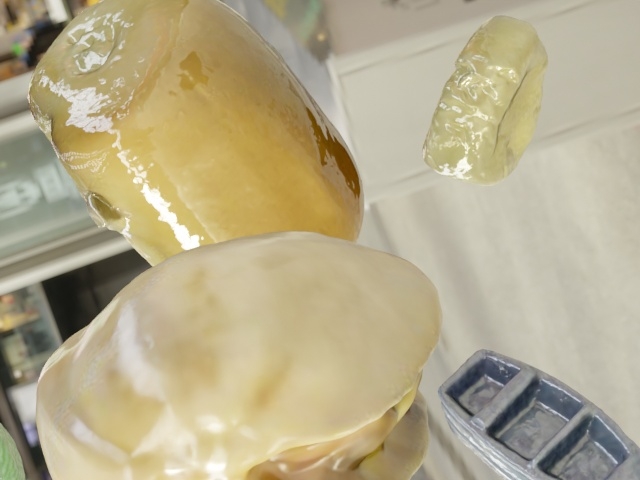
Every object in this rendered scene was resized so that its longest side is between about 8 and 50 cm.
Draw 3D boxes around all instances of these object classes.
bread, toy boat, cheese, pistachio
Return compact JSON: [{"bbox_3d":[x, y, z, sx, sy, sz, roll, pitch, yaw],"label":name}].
[{"bbox_3d":[-0.124,-0.106,1.586,0.376,0.253,0.348,51,-174,-31],"label":"bread"},{"bbox_3d":[0.264,0.233,1.586,0.283,0.127,0.078,35,148,30],"label":"toy boat"},{"bbox_3d":[0.218,-0.181,1.806,0.226,0.117,0.213,-35,-36,-65],"label":"cheese"},{"bbox_3d":[-0.046,0.104,0.964,0.238,0.321,0.229,30,123,33],"label":"pistachio"}]

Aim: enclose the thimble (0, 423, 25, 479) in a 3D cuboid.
[{"bbox_3d":[-0.525,0.336,1.968,0.150,0.219,0.219,173,78,-82],"label":"thimble"}]
